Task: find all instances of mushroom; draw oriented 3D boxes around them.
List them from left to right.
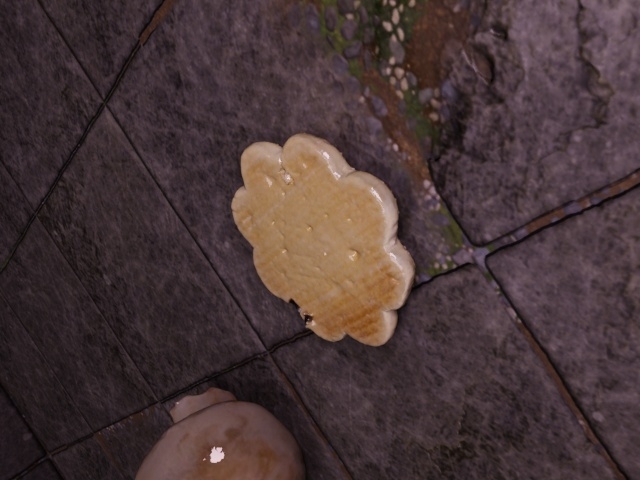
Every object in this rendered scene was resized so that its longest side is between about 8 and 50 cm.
[{"bbox_3d":[-0.182,0.402,1.269,0.290,0.298,0.297,-135,32,-58],"label":"mushroom"}]

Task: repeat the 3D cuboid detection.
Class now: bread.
[{"bbox_3d":[0.000,0.000,0.962,0.316,0.054,0.315,26,133,32],"label":"bread"}]
